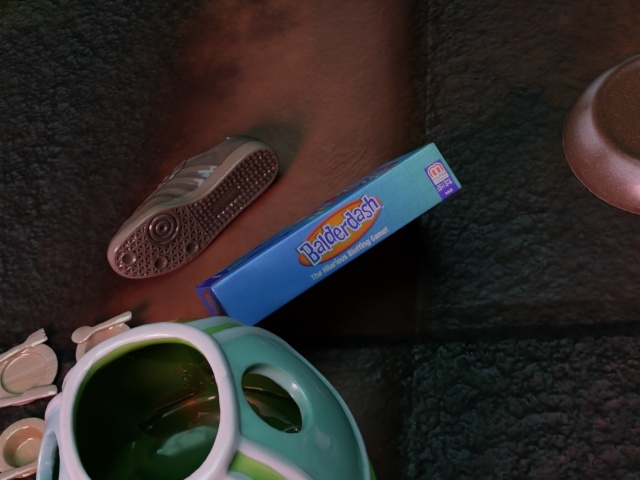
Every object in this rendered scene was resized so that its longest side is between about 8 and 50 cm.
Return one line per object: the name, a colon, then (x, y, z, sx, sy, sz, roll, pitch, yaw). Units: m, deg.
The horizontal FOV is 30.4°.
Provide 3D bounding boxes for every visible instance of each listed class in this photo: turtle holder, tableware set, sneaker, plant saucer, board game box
turtle holder: (-0.089, 0.200, 0.802, 0.243, 0.227, 0.320, 2, 54, 16)
tableware set: (-0.220, 0.138, 1.020, 0.141, 0.020, 0.168, -17, 51, 2)
sneaker: (-0.126, -0.033, 1.107, 0.188, 0.066, 0.071, -36, 36, -18)
plant saucer: (0.315, -0.107, 1.045, 0.199, 0.036, 0.198, -7, 52, 9)
board game box: (0.000, 0.000, 0.981, 0.210, 0.160, 0.047, -33, 93, -11)
